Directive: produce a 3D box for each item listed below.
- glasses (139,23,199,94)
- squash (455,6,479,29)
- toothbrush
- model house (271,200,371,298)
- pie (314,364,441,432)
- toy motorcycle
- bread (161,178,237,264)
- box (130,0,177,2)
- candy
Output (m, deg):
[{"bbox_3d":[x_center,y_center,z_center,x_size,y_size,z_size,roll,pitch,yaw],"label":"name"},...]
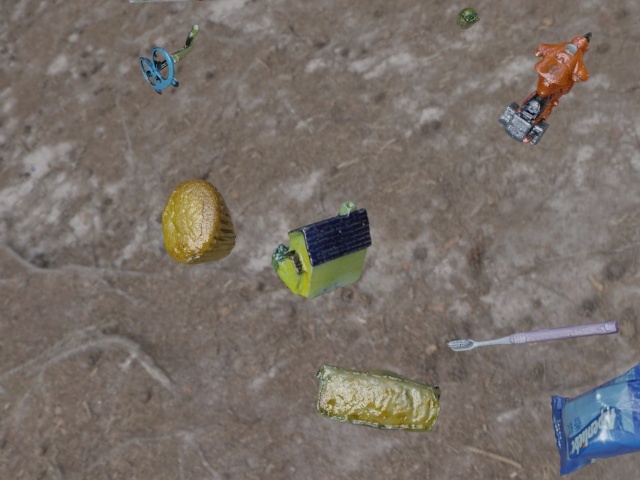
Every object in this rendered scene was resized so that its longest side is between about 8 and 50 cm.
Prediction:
[{"bbox_3d":[-0.415,-0.521,2.036,0.239,0.102,0.207,-1,62,60],"label":"glasses"},{"bbox_3d":[0.364,-0.554,1.844,0.052,0.052,0.183,-21,10,12],"label":"squash"},{"bbox_3d":[0.403,0.188,1.448,0.354,0.029,0.024,-14,65,40],"label":"toothbrush"},{"bbox_3d":[0.000,0.000,1.756,0.193,0.211,0.170,-16,51,-28],"label":"model house"},{"bbox_3d":[0.122,0.347,1.618,0.282,0.068,0.129,9,89,3],"label":"pie"},{"bbox_3d":[0.582,-0.386,1.906,0.147,0.326,0.221,40,37,16],"label":"toy motorcycle"},{"bbox_3d":[-0.327,-0.049,1.988,0.239,0.139,0.240,-7,80,44],"label":"bread"},{"bbox_3d":[-0.196,-0.351,0.998,0.207,0.050,0.041,16,39,42],"label":"box"},{"bbox_3d":[0.578,0.363,1.512,0.077,0.331,0.187,13,58,-13],"label":"candy"}]
